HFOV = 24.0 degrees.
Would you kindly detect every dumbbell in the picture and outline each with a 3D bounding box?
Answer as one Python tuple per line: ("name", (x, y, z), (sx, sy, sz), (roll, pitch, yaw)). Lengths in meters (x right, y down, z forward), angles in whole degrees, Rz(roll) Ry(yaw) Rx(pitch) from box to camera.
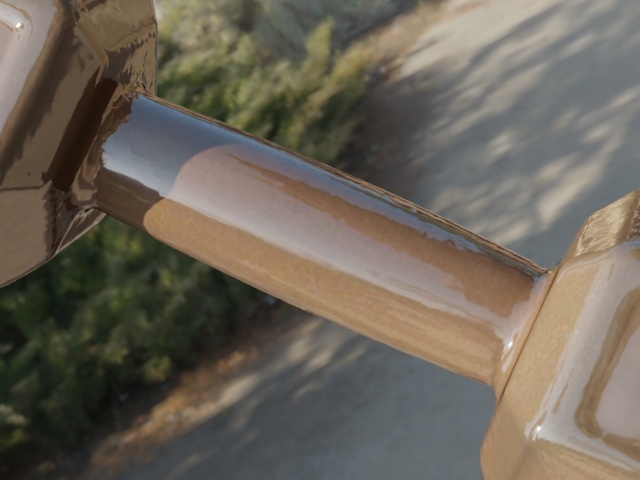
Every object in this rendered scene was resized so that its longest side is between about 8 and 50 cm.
("dumbbell", (0.000, 0.000, 0.370), (0.082, 0.231, 0.092), (42, -108, -82))
